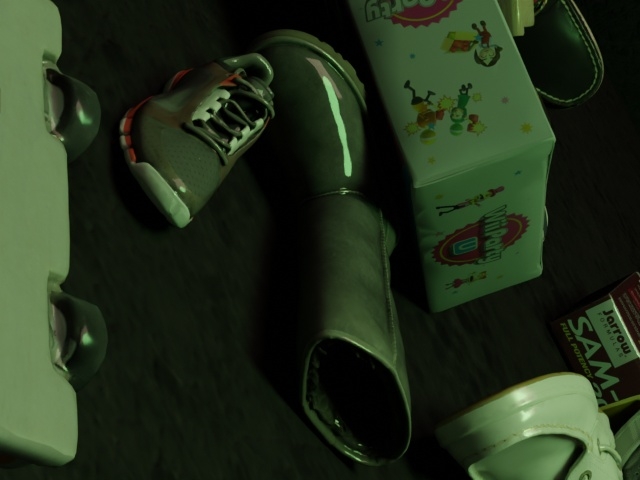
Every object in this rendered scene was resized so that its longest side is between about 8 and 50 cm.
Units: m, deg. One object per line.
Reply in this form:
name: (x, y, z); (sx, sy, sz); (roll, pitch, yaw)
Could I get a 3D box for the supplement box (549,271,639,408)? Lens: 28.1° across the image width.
supplement box: (0.320, 0.114, 1.343); (0.130, 0.073, 0.239); (63, 19, 6)

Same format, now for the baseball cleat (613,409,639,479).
baseball cleat: (0.260, 0.207, 0.966); (0.072, 0.109, 0.206); (54, 54, -38)

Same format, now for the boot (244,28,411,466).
boot: (0.002, -0.002, 0.737); (0.190, 0.076, 0.208); (57, 26, -27)

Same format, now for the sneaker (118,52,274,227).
sneaker: (-0.059, -0.066, 0.678); (0.061, 0.065, 0.158); (53, 22, -22)

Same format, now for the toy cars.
toy cars: (-0.184, -0.102, 0.410); (0.394, 0.087, 0.176); (63, 25, -6)

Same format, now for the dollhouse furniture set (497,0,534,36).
dollhouse furniture set: (0.002, -0.339, 1.091); (0.174, 0.303, 0.355); (-14, 102, -43)

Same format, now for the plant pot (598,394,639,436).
plant pot: (0.247, 0.192, 1.067); (0.083, 0.081, 0.081); (63, 11, -53)

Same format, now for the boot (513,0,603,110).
boot: (0.195, -0.278, 1.372); (0.377, 0.138, 0.284); (53, 7, -13)

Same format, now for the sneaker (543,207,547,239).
sneaker: (0.123, -0.093, 1.107); (0.153, 0.094, 0.235); (3, 70, -76)

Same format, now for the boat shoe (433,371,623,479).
boat shoe: (0.160, 0.158, 0.866); (0.277, 0.098, 0.096); (29, 39, -60)

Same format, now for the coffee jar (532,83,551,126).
coffee jar: (0.172, -0.155, 1.327); (0.184, 0.079, 0.096); (34, 33, -53)

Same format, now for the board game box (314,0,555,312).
board game box: (0.068, -0.132, 0.915); (0.224, 0.097, 0.303); (73, -2, -65)
